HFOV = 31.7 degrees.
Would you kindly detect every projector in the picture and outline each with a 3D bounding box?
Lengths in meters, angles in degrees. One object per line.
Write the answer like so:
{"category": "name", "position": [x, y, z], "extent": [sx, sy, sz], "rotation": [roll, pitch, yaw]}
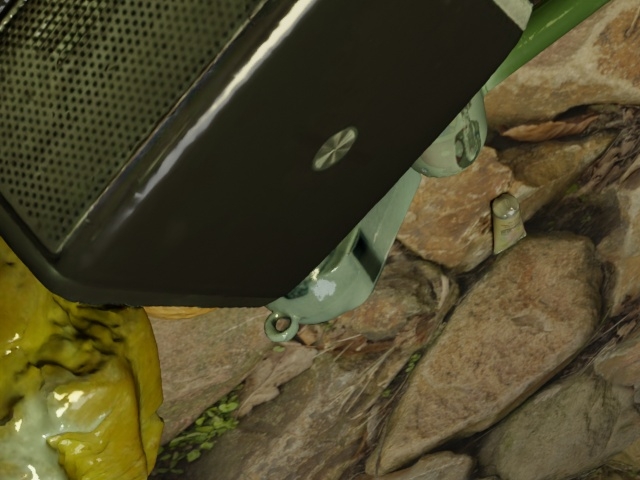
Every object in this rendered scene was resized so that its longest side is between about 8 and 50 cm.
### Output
{"category": "projector", "position": [-0.066, -0.154, 0.968], "extent": [0.405, 0.242, 0.395], "rotation": [-48, 161, 14]}

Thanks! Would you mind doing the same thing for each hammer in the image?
{"category": "hammer", "position": [0.214, -0.228, 1.318], "extent": [0.335, 0.119, 0.206], "rotation": [-37, 148, -8]}

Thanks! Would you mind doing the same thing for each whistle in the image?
{"category": "whistle", "position": [0.000, 0.000, 1.403], "extent": [0.289, 0.164, 0.163], "rotation": [-65, 155, -23]}

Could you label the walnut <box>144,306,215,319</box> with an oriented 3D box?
{"category": "walnut", "position": [-0.164, 0.018, 1.264], "extent": [0.180, 0.144, 0.144], "rotation": [9, 127, -41]}

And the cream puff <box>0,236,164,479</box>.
{"category": "cream puff", "position": [-0.291, 0.153, 1.108], "extent": [0.276, 0.378, 0.378], "rotation": [12, 127, -29]}

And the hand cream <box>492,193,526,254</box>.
{"category": "hand cream", "position": [0.281, -0.021, 1.691], "extent": [0.061, 0.039, 0.143], "rotation": [-35, 152, -4]}
